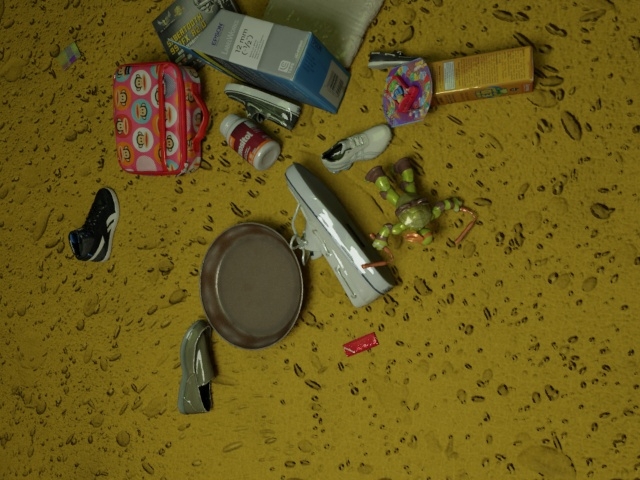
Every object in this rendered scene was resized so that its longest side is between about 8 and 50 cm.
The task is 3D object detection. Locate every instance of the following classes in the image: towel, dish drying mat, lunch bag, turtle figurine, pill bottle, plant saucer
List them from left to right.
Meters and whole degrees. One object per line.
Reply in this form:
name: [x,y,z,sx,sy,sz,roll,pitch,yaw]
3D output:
towel: [-0.778,-0.570,1.628,0.083,0.009,0.060,-35,74,16]
lunch bag: [-0.410,-0.315,1.384,0.258,0.120,0.293,4,101,21]
pill bottle: [-0.179,-0.249,1.317,0.152,0.086,0.086,41,102,20]
plant saucer: [-0.166,0.111,1.296,0.310,0.050,0.310,0,90,27]
towel: [-0.004,-0.551,1.286,0.282,0.049,0.187,32,100,20]
dish drying mat: [0.092,0.241,1.215,0.083,0.008,0.032,-27,76,19]
turtle figurine: [0.177,-0.066,1.126,0.269,0.087,0.217,-25,68,-2]

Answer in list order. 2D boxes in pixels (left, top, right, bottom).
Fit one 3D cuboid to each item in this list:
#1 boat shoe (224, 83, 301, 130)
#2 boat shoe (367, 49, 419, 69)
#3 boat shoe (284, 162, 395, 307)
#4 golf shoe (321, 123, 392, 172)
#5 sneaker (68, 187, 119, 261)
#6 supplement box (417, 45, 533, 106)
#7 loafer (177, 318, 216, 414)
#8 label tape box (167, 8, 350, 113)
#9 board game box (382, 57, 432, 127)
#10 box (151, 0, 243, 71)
boat shoe: [-0.156,-0.335,1.318,0.219,0.078,0.070,24,95,20]
boat shoe: [0.169,-0.417,1.207,0.125,0.046,0.038,8,94,31]
boat shoe: [0.004,0.000,1.212,0.156,0.136,0.367,-40,83,19]
golf shoe: [0.081,-0.213,1.208,0.176,0.086,0.069,-30,75,17]
sneaker: [-0.640,-0.047,1.477,0.079,0.121,0.217,4,88,22]
supplement box: [0.328,-0.345,1.117,0.233,0.078,0.080,-5,85,23]
loafer: [-0.300,0.324,1.336,0.087,0.094,0.251,9,99,18]
label tape box: [-0.134,-0.423,1.220,0.348,0.249,0.115,26,97,22]
board game box: [0.175,-0.322,1.150,0.169,0.033,0.133,6,98,59]
box: [-0.324,-0.580,1.415,0.231,0.056,0.183,-32,76,18]
